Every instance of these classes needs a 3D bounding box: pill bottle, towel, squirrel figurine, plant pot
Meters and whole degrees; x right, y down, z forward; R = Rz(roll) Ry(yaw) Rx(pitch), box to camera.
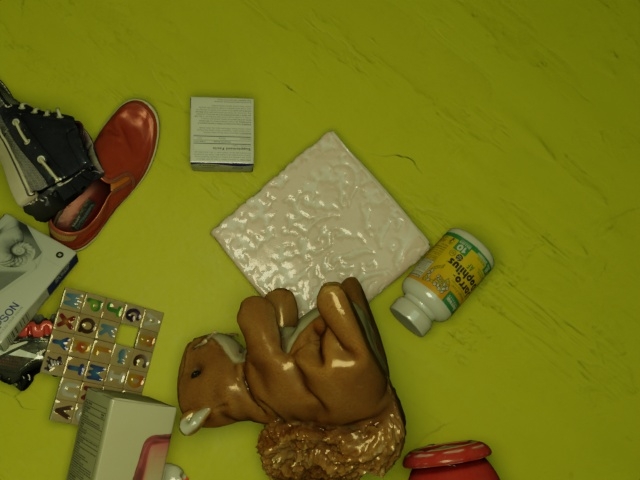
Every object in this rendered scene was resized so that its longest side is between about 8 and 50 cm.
[{"bbox_3d":[0.236,0.085,1.548,0.117,0.117,0.208,44,79,1],"label":"pill bottle"},{"bbox_3d":[0.000,0.000,1.561,0.332,0.053,0.317,-40,89,-9],"label":"towel"},{"bbox_3d":[-0.059,0.283,1.388,0.370,0.281,0.397,-21,93,8],"label":"squirrel figurine"},{"bbox_3d":[0.249,0.468,1.456,0.191,0.191,0.174,-7,80,-8],"label":"plant pot"}]

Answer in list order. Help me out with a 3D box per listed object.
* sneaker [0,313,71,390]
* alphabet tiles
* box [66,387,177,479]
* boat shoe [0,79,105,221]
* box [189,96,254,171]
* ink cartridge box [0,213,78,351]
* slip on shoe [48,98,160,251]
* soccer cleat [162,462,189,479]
[{"bbox_3d":[-0.588,0.211,1.431,0.276,0.097,0.135,-3,80,-9],"label":"sneaker"},{"bbox_3d":[-0.411,0.225,1.454,0.198,0.009,0.237,20,78,-31],"label":"alphabet tiles"},{"bbox_3d":[-0.359,0.391,1.389,0.127,0.148,0.232,16,80,-32],"label":"box"},{"bbox_3d":[-0.521,-0.205,1.453,0.158,0.127,0.340,-32,71,2],"label":"boat shoe"},{"bbox_3d":[-0.195,-0.209,1.559,0.126,0.072,0.137,1,81,-8],"label":"box"},{"bbox_3d":[-0.598,0.059,1.423,0.224,0.045,0.223,26,58,8],"label":"ink cartridge box"},{"bbox_3d":[-0.413,-0.130,1.505,0.123,0.101,0.331,30,78,0],"label":"slip on shoe"},{"bbox_3d":[-0.309,0.506,1.445,0.076,0.068,0.196,18,78,11],"label":"soccer cleat"}]
